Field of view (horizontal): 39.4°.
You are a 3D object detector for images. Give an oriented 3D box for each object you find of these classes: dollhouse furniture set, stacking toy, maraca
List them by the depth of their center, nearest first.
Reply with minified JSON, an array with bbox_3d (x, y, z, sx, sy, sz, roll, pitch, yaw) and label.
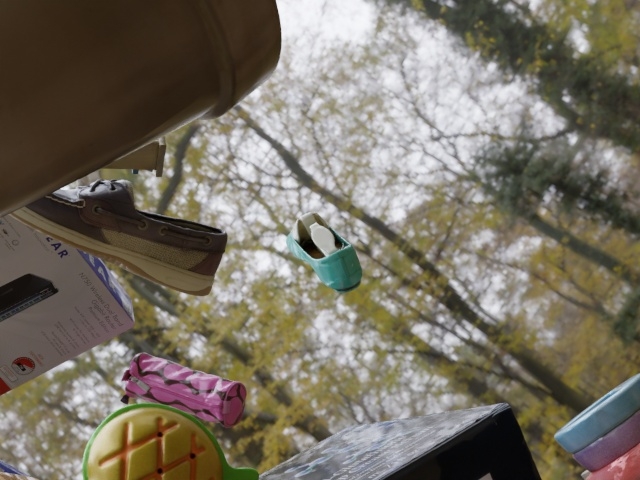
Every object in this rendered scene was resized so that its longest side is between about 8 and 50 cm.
[{"bbox_3d":[-0.145,0.239,0.883,0.127,0.185,0.099,-58,4,-17],"label":"maraca"},{"bbox_3d":[0.417,0.186,1.134,0.309,0.130,0.279,-35,-16,-6],"label":"stacking toy"},{"bbox_3d":[-0.340,-0.123,1.491,0.129,0.129,0.184,0,-49,-20],"label":"dollhouse furniture set"}]

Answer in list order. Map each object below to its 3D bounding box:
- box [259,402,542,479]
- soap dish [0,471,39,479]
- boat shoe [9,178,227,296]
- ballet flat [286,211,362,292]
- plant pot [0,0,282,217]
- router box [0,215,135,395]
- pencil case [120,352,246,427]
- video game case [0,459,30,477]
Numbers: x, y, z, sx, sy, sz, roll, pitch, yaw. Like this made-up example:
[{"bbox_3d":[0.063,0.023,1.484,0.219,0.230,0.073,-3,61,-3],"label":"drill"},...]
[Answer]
[{"bbox_3d":[0.076,0.392,1.233,0.293,0.212,0.395,-21,-4,-35],"label":"box"},{"bbox_3d":[-0.463,0.554,1.502,0.118,0.290,0.229,-6,-58,-63],"label":"soap dish"},{"bbox_3d":[-0.239,-0.027,1.018,0.285,0.103,0.092,25,-89,-20],"label":"boat shoe"},{"bbox_3d":[0.000,0.000,1.474,0.083,0.247,0.087,-22,-63,-13],"label":"ballet flat"},{"bbox_3d":[-0.243,-0.177,0.749,0.280,0.323,0.323,-46,-29,-21],"label":"plant pot"},{"bbox_3d":[-0.537,0.083,1.544,0.301,0.082,0.335,-28,-54,2],"label":"router box"},{"bbox_3d":[-0.237,0.261,1.550,0.098,0.209,0.095,56,-133,-71],"label":"pencil case"},{"bbox_3d":[-0.750,0.512,1.750,0.244,0.269,0.061,-59,19,-15],"label":"video game case"}]
